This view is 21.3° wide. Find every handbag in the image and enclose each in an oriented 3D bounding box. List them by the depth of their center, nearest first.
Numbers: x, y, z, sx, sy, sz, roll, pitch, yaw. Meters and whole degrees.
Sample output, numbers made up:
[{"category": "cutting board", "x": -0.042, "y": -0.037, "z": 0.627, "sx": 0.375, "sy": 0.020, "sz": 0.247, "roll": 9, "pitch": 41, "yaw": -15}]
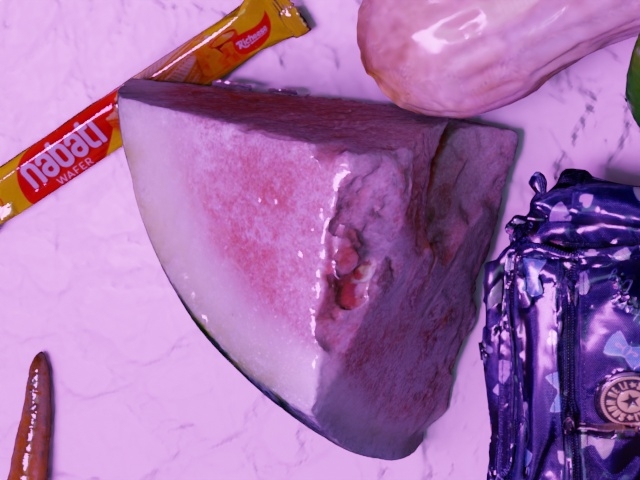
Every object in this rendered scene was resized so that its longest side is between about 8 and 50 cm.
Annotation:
[{"category": "handbag", "x": 0.187, "y": 0.087, "z": 1.113, "sx": 0.162, "sy": 0.113, "sz": 0.260, "roll": 3, "pitch": 109, "yaw": 16}]

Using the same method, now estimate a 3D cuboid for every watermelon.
[{"category": "watermelon", "x": 0.000, "y": 0.000, "z": 1.123, "sx": 0.232, "sy": 0.193, "sz": 0.310, "roll": -29, "pitch": 84, "yaw": 35}]

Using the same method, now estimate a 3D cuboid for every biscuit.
[{"category": "biscuit", "x": -0.138, "y": -0.087, "z": 1.182, "sx": 0.292, "sy": 0.026, "sz": 0.048, "roll": -33, "pitch": 113, "yaw": 15}]

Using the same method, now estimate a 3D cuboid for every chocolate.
[{"category": "chocolate", "x": 0.165, "y": -0.172, "z": 1.057, "sx": 0.309, "sy": 0.134, "sz": 0.134, "roll": -29, "pitch": 94, "yaw": 14}]

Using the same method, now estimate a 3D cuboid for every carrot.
[{"category": "carrot", "x": -0.216, "y": 0.205, "z": 1.247, "sx": 0.049, "sy": 0.049, "sz": 0.254, "roll": 7, "pitch": 97, "yaw": 9}]

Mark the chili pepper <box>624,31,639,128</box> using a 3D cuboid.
[{"category": "chili pepper", "x": 0.309, "y": -0.174, "z": 0.909, "sx": 0.213, "sy": 0.167, "sz": 0.385, "roll": 22, "pitch": 114, "yaw": -37}]
